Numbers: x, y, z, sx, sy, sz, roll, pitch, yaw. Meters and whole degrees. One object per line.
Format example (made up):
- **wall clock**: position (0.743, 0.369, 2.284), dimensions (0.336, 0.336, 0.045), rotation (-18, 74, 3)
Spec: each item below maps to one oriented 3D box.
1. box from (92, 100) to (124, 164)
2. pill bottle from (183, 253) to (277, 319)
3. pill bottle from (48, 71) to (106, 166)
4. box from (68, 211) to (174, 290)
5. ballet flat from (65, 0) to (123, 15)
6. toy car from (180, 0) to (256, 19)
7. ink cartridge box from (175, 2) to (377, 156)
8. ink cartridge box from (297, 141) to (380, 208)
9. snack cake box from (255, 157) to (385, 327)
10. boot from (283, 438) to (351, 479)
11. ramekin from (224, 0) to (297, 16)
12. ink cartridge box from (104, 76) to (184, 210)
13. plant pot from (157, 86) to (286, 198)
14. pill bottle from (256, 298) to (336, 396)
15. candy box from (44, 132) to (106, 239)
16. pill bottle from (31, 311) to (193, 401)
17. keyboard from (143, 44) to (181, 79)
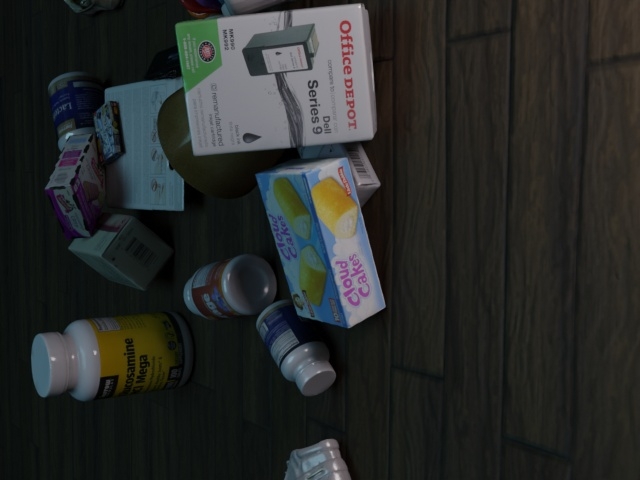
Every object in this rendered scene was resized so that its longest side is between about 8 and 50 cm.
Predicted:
- **box**: position (-0.528, -0.267, 2.053), dimensions (0.094, 0.027, 0.137), rotation (-21, 76, 48)
- **pill bottle**: position (-0.191, 0.100, 1.674), dimensions (0.216, 0.121, 0.121), rotation (-16, 79, 54)
- **pill bottle**: position (-0.653, -0.317, 2.272), dimensions (0.153, 0.153, 0.264), rotation (-37, 63, 49)
- **box**: position (-0.494, 0.023, 2.039), dimensions (0.232, 0.148, 0.126), rotation (8, 60, 54)
- **ballet flat**: position (-0.648, -0.684, 2.281), dimensions (0.316, 0.106, 0.107), rotation (11, 101, 54)
- **toy car**: position (-0.211, -0.503, 1.651), dimensions (0.182, 0.136, 0.159), rotation (-13, 81, 54)
- **ink cartridge box**: position (-0.062, -0.255, 1.301), dimensions (0.121, 0.289, 0.211), rotation (-69, -26, -74)
- **ink cartridge box**: position (-0.003, -0.101, 1.457), dimensions (0.232, 0.066, 0.189), rotation (-48, 55, 39)
- **snack cake box**: position (0.000, 0.000, 1.361), dimensions (0.152, 0.089, 0.264), rotation (5, 115, 53)
- **boot**: position (-0.033, 0.452, 1.514), dimensions (0.258, 0.095, 0.123), rotation (-39, 54, 39)
- **ramekin**: position (-0.144, -0.525, 1.432), dimensions (0.277, 0.135, 0.277), rotation (-24, -90, -90)
- **ink cartridge box**: position (-0.399, -0.227, 1.993), dimensions (0.385, 0.091, 0.308), rotation (5, 96, 49)
- **plant pot**: position (-0.129, -0.233, 1.496), dimensions (0.254, 0.237, 0.237), rotation (-30, 67, 42)
- **pill bottle**: position (-0.041, 0.195, 1.492), dimensions (0.169, 0.094, 0.094), rotation (55, 133, 37)
- **candy box**: position (-0.595, -0.137, 2.042), dimensions (0.233, 0.071, 0.159), rotation (-90, -8, -49)
- **pill bottle**: position (-0.480, 0.269, 1.905), dimensions (0.188, 0.334, 0.187), rotation (6, 97, 54)
- **keyboard**: position (-0.328, -0.399, 1.858), dimensions (0.180, 0.023, 0.108), rotation (-8, 52, 40)
